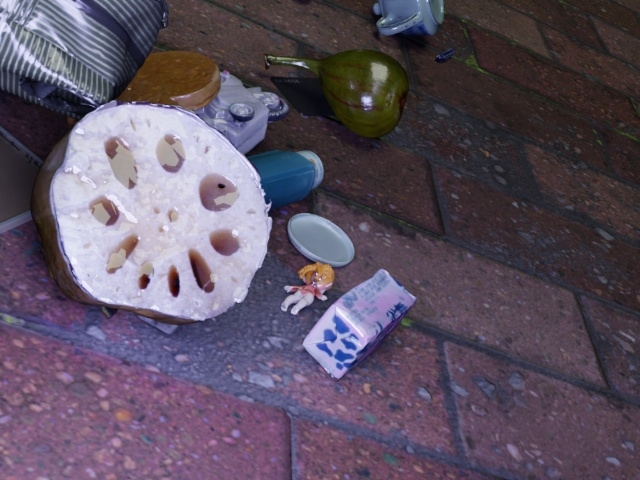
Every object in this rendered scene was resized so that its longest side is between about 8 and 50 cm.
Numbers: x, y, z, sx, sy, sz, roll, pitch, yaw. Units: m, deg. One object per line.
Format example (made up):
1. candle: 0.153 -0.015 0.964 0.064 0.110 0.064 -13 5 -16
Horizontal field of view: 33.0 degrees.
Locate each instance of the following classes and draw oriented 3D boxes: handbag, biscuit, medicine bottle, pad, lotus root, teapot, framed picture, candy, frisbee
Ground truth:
1. handbag: -0.321 -0.277 1.321 0.240 0.247 0.340 33 -6 -9
2. biscuit: -0.255 -0.201 1.552 0.202 0.044 0.289 3 36 13
3. medicine bottle: -0.080 -0.071 1.555 0.124 0.079 0.258 39 32 18
4. pad: -0.008 -0.260 1.949 0.157 0.003 0.112 -7 48 -45
5. lotus root: -0.214 -0.014 1.264 0.272 0.192 0.272 12 67 -30
6. teapot: 0.182 -0.513 2.348 0.159 0.159 0.232 27 42 -7
7. framed picture: -0.447 -0.104 1.350 0.250 0.016 0.184 38 33 11
8. candy: 0.051 0.109 1.408 0.073 0.092 0.160 44 31 9
9. frisbee: 0.000 0.000 1.587 0.110 0.014 0.110 23 32 -15

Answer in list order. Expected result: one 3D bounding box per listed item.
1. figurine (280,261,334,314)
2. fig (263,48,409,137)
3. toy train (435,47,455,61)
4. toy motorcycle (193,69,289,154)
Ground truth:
1. figurine: -0.016 0.065 1.459 0.064 0.047 0.109 17 33 22
2. fig: 0.029 -0.278 1.913 0.259 0.151 0.151 20 29 16
3. toy train: 0.274 -0.406 2.375 0.017 0.017 0.083 44 33 6
4. toy motorcycle: -0.165 -0.184 1.630 0.170 0.110 0.260 24 36 18
